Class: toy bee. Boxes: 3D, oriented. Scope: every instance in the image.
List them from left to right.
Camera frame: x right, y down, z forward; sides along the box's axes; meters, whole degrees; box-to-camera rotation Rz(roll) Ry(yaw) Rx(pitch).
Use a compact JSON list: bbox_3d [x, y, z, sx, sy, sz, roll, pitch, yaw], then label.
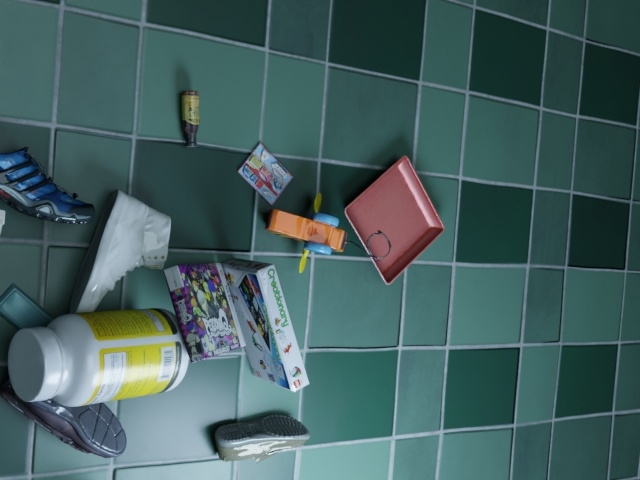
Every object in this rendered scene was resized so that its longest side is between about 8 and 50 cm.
[{"bbox_3d":[0.000,0.000,2.065,0.298,0.162,0.195,36,81,-5],"label":"toy bee"}]

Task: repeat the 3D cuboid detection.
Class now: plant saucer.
[{"bbox_3d":[-0.598,0.177,1.731,0.067,0.018,0.192,-52,119,-20],"label":"plant saucer"},{"bbox_3d":[0.195,-0.056,2.236,0.258,0.048,0.259,-42,114,-24],"label":"plant saucer"}]

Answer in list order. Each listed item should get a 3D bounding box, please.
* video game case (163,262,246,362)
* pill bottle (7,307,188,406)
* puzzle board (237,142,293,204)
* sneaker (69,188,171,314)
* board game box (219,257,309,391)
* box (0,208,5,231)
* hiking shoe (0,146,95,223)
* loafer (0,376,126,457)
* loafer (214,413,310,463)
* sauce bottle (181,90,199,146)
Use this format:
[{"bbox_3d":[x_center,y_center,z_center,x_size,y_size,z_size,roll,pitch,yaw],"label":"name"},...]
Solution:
[{"bbox_3d":[-0.255,0.155,1.835,0.232,0.042,0.210,2,69,-73],"label":"video game case"},{"bbox_3d":[-0.454,0.239,1.690,0.334,0.188,0.187,1,93,-49],"label":"pill bottle"},{"bbox_3d":[-0.134,-0.164,2.026,0.128,0.011,0.096,46,69,-28],"label":"puzzle board"},{"bbox_3d":[-0.422,0.054,1.788,0.169,0.108,0.292,26,78,-30],"label":"sneaker"},{"bbox_3d":[-0.136,0.195,1.941,0.053,0.193,0.305,-24,107,-30],"label":"board game box"},{"bbox_3d":[-0.775,-0.064,1.564,0.324,0.067,0.063,14,85,-33],"label":"box"},{"bbox_3d":[-0.588,-0.120,1.657,0.304,0.113,0.132,21,83,-34],"label":"hiking shoe"},{"bbox_3d":[-0.546,0.370,1.751,0.302,0.095,0.109,48,30,-30],"label":"loafer"},{"bbox_3d":[-0.147,0.495,2.030,0.251,0.094,0.087,2,117,-25],"label":"loafer"},{"bbox_3d":[-0.298,-0.279,1.887,0.042,0.042,0.128,-7,98,-34],"label":"sauce bottle"}]
